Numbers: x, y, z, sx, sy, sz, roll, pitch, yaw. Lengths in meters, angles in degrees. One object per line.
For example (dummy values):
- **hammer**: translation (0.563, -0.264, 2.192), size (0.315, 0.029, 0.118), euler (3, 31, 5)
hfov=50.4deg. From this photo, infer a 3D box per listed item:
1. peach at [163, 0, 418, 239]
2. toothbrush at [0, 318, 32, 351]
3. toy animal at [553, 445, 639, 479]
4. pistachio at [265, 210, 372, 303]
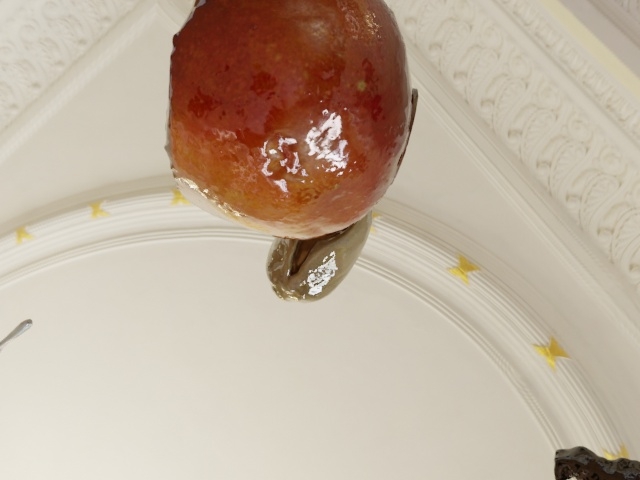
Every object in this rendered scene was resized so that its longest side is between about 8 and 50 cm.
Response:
- **peach**: translation (-0.031, -0.183, 0.910), size (0.310, 0.405, 0.335), euler (11, -137, 2)
- **toothbrush**: translation (-0.274, 0.094, 0.580), size (0.131, 0.011, 0.013), euler (-34, -92, 37)
- **toy animal**: translation (0.265, 0.304, 0.596), size (0.121, 0.094, 0.225), euler (0, -112, 27)
- **pistachio**: translation (0.000, 0.000, 1.129), size (0.138, 0.153, 0.237), euler (29, -85, 3)
